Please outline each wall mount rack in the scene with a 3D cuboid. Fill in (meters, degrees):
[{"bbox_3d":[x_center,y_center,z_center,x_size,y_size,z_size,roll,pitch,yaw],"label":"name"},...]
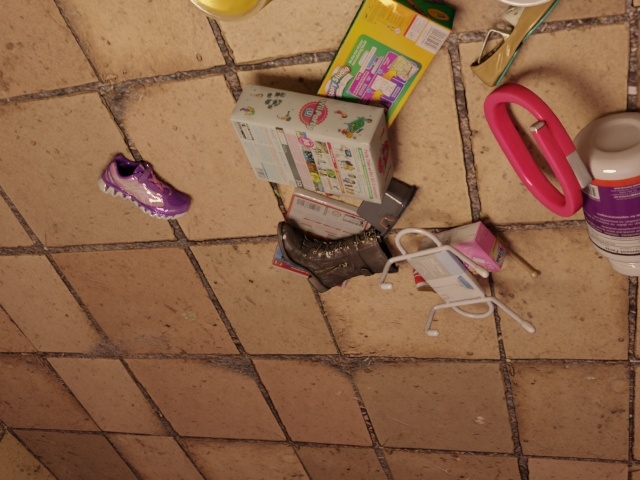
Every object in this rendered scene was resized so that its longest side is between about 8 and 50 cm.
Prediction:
[{"bbox_3d":[0.316,0.114,1.700,0.304,0.131,0.350,-14,132,43],"label":"wall mount rack"}]

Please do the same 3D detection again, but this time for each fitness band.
[{"bbox_3d":[0.418,-0.172,1.442,0.054,0.209,0.291,-36,107,-6],"label":"fitness band"}]

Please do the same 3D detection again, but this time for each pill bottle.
[{"bbox_3d":[0.617,-0.083,1.485,0.181,0.182,0.323,-8,131,25],"label":"pill bottle"}]

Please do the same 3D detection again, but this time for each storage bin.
[{"bbox_3d":[0.145,-0.081,1.707,0.091,0.098,0.135,32,136,0],"label":"storage bin"}]

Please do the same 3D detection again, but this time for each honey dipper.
[{"bbox_3d":[0.462,0.043,1.767,0.160,0.030,0.030,39,132,-20],"label":"honey dipper"}]

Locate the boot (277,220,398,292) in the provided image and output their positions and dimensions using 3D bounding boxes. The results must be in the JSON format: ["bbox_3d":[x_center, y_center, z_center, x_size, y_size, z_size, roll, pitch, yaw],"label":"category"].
[{"bbox_3d":[0.044,0.014,1.811,0.228,0.091,0.263,-21,129,27],"label":"boot"}]

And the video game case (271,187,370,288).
[{"bbox_3d":[0.000,0.000,1.877,0.204,0.025,0.285,19,136,-2],"label":"video game case"}]

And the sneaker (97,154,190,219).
[{"bbox_3d":[-0.430,-0.136,1.833,0.236,0.095,0.105,24,129,-5],"label":"sneaker"}]

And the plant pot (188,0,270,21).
[{"bbox_3d":[-0.134,-0.502,1.260,0.253,0.239,0.254,10,136,9],"label":"plant pot"}]

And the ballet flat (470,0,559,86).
[{"bbox_3d":[0.349,-0.379,1.351,0.073,0.080,0.232,34,135,2],"label":"ballet flat"}]

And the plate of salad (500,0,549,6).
[{"bbox_3d":[0.341,-0.488,1.231,0.199,0.048,0.200,11,121,20],"label":"plate of salad"}]

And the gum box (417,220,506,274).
[{"bbox_3d":[0.326,0.030,1.754,0.107,0.062,0.188,43,144,-25],"label":"gum box"}]

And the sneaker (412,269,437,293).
[{"bbox_3d":[0.282,0.096,1.881,0.118,0.067,0.042,10,144,-38],"label":"sneaker"}]

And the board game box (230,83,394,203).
[{"bbox_3d":[-0.011,-0.199,1.558,0.303,0.098,0.224,14,155,18],"label":"board game box"}]

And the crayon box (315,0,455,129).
[{"bbox_3d":[0.119,-0.356,1.439,0.165,0.081,0.278,25,136,-8],"label":"crayon box"}]

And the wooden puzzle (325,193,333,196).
[{"bbox_3d":[0.027,-0.127,1.753,0.083,0.006,0.049,-11,130,27],"label":"wooden puzzle"}]
